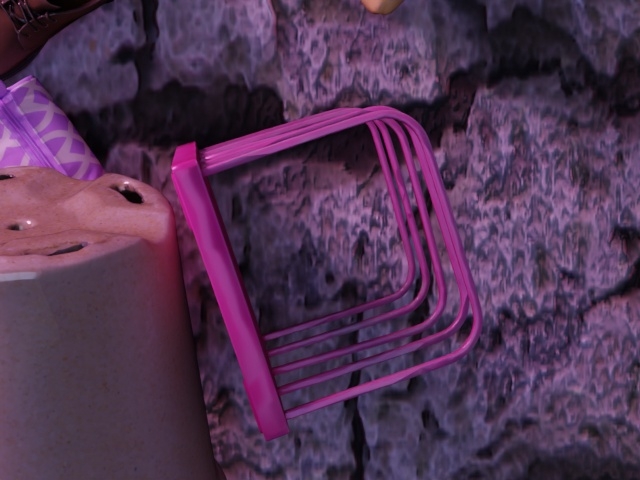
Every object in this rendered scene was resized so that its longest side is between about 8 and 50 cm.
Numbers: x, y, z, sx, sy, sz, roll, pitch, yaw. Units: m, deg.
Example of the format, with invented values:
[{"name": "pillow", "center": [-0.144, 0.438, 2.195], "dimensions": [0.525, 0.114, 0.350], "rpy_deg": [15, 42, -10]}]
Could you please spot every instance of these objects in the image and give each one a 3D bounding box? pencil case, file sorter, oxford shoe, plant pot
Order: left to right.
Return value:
[{"name": "oxford shoe", "center": [-0.252, -0.200, 1.014], "dimensions": [0.227, 0.096, 0.082], "rpy_deg": [-35, 100, 3]}, {"name": "plant pot", "center": [-0.220, 0.117, 0.910], "dimensions": [0.334, 0.334, 0.305], "rpy_deg": [-1, 111, -3]}, {"name": "pencil case", "center": [-0.225, -0.045, 1.040], "dimensions": [0.086, 0.088, 0.206], "rpy_deg": [-37, 98, -1]}, {"name": "file sorter", "center": [0.000, 0.000, 0.961], "dimensions": [0.182, 0.290, 0.202], "rpy_deg": [-18, 99, -4]}]

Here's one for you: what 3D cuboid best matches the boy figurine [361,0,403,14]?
[{"name": "boy figurine", "center": [0.067, -0.336, 1.017], "dimensions": [0.177, 0.092, 0.285], "rpy_deg": [-3, 99, -3]}]
